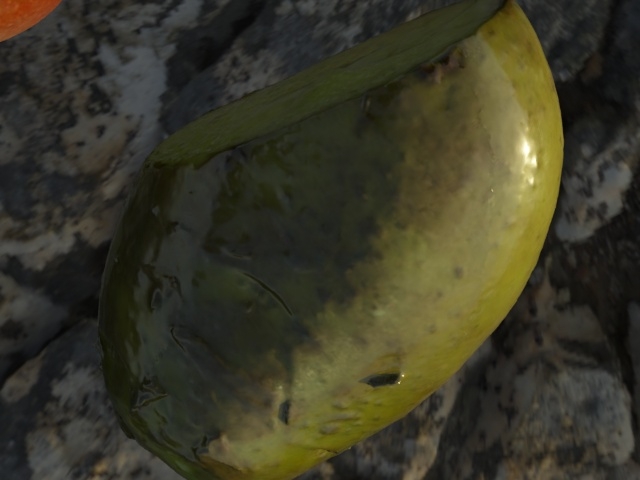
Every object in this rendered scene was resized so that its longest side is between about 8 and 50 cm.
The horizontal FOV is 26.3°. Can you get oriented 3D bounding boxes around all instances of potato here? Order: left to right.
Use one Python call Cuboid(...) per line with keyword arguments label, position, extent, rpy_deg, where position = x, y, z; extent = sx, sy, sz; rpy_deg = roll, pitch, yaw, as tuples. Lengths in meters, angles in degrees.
Cuboid(label="potato", position=(0.000, 0.000, 0.642), extent=(0.176, 0.141, 0.298), rpy_deg=(37, 119, -8))

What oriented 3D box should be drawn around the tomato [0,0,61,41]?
Cuboid(label="tomato", position=(-0.231, -0.213, 0.800), extent=(0.208, 0.184, 0.208), rpy_deg=(-10, 121, -17))
